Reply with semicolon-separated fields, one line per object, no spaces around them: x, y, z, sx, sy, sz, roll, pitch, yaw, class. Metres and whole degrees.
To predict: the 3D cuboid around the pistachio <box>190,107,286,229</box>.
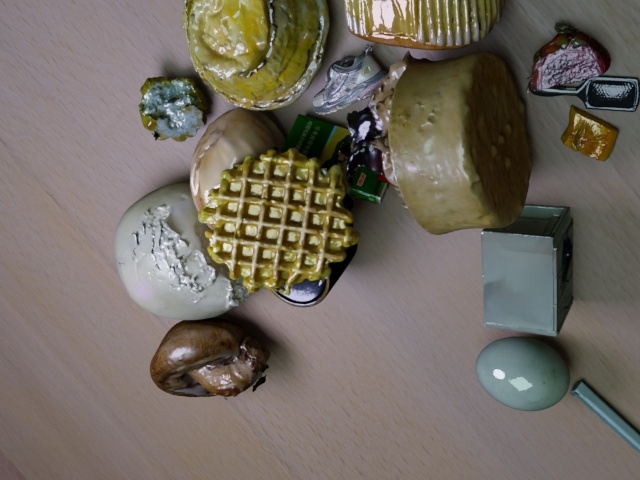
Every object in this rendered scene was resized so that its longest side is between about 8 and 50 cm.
-0.167;-0.130;1.853;0.229;0.230;0.309;3;118;27;pistachio

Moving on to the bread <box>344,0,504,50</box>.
0.177;-0.430;1.526;0.288;0.204;0.156;12;138;26;bread

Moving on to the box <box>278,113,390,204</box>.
0.038;-0.167;1.762;0.235;0.132;0.034;18;158;14;box

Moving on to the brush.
0.470;-0.264;1.549;0.193;0.016;0.063;8;117;24;brush

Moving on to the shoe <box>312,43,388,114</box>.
0.049;-0.315;1.707;0.180;0.089;0.092;-19;106;32;shoe

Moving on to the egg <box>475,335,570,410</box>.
0.414;0.272;1.778;0.192;0.149;0.149;15;121;24;egg

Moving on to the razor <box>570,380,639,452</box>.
0.629;0.400;1.794;0.278;0.056;0.111;50;163;4;razor

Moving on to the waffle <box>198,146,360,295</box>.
-0.086;-0.031;1.716;0.329;0.062;0.329;1;101;4;waffle

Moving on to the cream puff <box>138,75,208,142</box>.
-0.326;-0.298;1.911;0.156;0.156;0.121;24;166;16;cream puff

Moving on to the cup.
0.008;0.015;1.847;0.239;0.177;0.166;-34;95;37;cup

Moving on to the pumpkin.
0.484;-0.191;1.570;0.101;0.035;0.073;28;122;16;pumpkin

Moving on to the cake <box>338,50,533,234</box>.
0.185;-0.167;1.569;0.321;0.332;0.332;-4;113;35;cake

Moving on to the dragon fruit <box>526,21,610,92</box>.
0.419;-0.322;1.499;0.147;0.102;0.096;-11;117;22;dragon fruit

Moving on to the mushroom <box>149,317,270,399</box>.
-0.259;0.287;2.108;0.283;0.195;0.263;5;145;16;mushroom

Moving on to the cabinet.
0.404;0.052;1.672;0.150;0.145;0.206;6;117;27;cabinet

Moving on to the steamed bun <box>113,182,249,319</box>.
-0.341;0.051;2.018;0.312;0.233;0.334;-29;96;38;steamed bun

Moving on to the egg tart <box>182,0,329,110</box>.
-0.150;-0.424;1.704;0.345;0.132;0.346;7;106;25;egg tart
